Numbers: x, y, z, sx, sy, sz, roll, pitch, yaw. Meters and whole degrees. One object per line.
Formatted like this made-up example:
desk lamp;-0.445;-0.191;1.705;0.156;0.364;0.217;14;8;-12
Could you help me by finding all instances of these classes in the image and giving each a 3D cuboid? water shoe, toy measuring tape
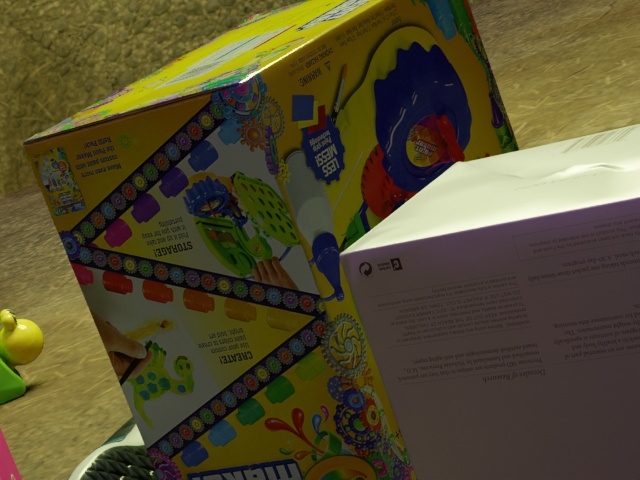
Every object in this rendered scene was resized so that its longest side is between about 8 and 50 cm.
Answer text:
water shoe;-0.133;0.171;1.298;0.080;0.073;0.203;-39;0;23
toy measuring tape;-0.406;0.133;1.739;0.330;0.121;0.121;-22;13;-10

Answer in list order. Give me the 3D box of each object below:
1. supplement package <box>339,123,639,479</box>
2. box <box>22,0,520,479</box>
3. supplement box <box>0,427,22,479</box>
supplement package;0.151;0.059;0.978;0.194;0.203;0.149;-11;15;34
box;0.000;0.000;1.288;0.177;0.279;0.290;-12;15;34
supplement box;-0.322;0.192;1.357;0.220;0.114;0.111;-21;12;0
